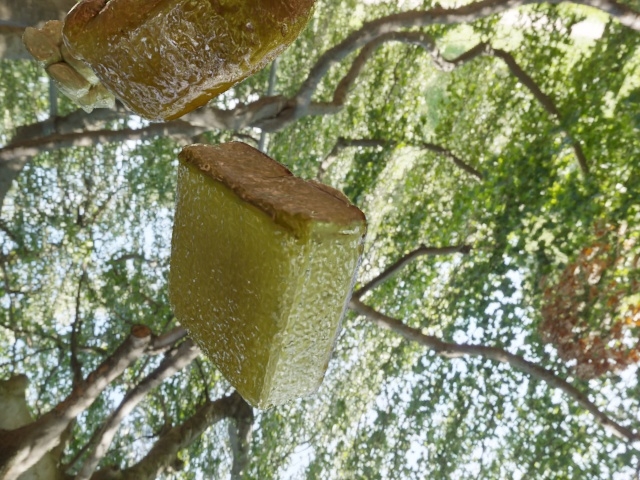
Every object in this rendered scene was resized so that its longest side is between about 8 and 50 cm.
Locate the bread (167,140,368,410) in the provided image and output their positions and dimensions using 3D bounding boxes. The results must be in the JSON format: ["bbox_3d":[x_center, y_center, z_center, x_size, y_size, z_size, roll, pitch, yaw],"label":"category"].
[{"bbox_3d":[-0.107,0.042,0.706,0.143,0.333,0.323,-13,-142,-42],"label":"bread"}]

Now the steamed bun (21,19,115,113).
[{"bbox_3d":[-0.504,-0.359,0.951,0.192,0.106,0.177,53,176,12],"label":"steamed bun"}]

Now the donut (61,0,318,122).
[{"bbox_3d":[-0.110,-0.208,0.410,0.226,0.114,0.227,-22,-144,17],"label":"donut"}]

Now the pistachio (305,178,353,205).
[{"bbox_3d":[0.000,0.000,0.924,0.162,0.293,0.182,-27,-125,-14],"label":"pistachio"}]
